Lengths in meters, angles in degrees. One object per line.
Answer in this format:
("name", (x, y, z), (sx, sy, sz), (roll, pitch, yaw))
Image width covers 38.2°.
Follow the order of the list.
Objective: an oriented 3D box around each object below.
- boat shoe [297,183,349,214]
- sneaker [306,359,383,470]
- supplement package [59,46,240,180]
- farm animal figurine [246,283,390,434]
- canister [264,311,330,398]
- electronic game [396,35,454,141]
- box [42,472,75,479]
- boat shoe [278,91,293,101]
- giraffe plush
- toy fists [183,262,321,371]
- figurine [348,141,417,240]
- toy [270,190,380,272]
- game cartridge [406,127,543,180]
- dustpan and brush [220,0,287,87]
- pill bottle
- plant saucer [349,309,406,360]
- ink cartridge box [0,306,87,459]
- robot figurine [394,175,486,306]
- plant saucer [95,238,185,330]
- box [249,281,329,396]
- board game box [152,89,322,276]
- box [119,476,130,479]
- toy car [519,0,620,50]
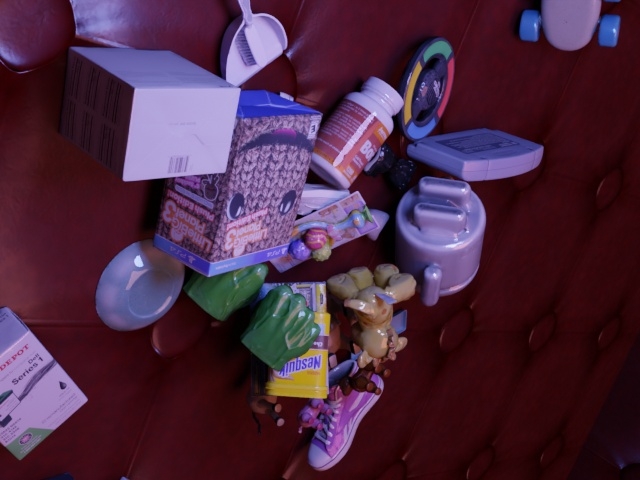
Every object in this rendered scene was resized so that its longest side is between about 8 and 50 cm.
("boat shoe", (-0.029, -0.081, 1.875), (0.184, 0.066, 0.063), (-1, 111, -34))
("sneaker", (0.025, 0.419, 2.268), (0.161, 0.102, 0.282), (42, 75, -44))
("supplement package", (-0.272, -0.202, 1.454), (0.194, 0.203, 0.149), (-8, 121, -42))
("farm animal figurine", (-0.016, 0.244, 2.060), (0.330, 0.172, 0.326), (-5, 106, -36))
("canister", (-0.044, 0.226, 1.852), (0.073, 0.126, 0.169), (98, -4, -84))
("electronic game", (0.228, -0.324, 1.984), (0.229, 0.048, 0.229), (-39, 140, -43))
("box", (-0.507, 0.530, 1.725), (0.156, 0.158, 0.093), (-6, 118, -44))
("boat shoe", (-0.089, -0.236, 1.762), (0.035, 0.035, 0.100), (24, 102, -23))
("giraffe plush", (0.116, 0.165, 1.918), (0.182, 0.210, 0.170), (-8, 112, -7))
("toy fists", (-0.124, 0.116, 1.790), (0.142, 0.279, 0.096), (-50, 173, 9))
("figurine", (0.114, -0.107, 2.019), (0.209, 0.092, 0.214), (22, 99, -55))
("toy", (0.000, 0.000, 1.903), (0.237, 0.056, 0.137), (-27, 140, 7))
("game cartridge", (0.368, -0.199, 2.128), (0.297, 0.198, 0.062), (-13, 124, -40))
("dustpan and brush", (-0.126, -0.366, 1.610), (0.147, 0.060, 0.211), (-41, 138, -19))
("pill bottle", (0.068, -0.219, 1.862), (0.216, 0.121, 0.121), (-52, 141, -6))
("plant saucer", (0.143, 0.236, 2.322), (0.192, 0.018, 0.067), (-27, 132, -33))
("ink cartridge box", (-0.525, 0.245, 1.571), (0.160, 0.093, 0.219), (-43, 139, -18))
("robot figurine", (0.271, -0.001, 2.124), (0.353, 0.200, 0.299), (83, 22, -58))
("plant saucer", (-0.325, 0.092, 1.724), (0.195, 0.037, 0.194), (-26, 132, -33))
("box", (-0.066, 0.203, 1.912), (0.159, 0.044, 0.233), (-1, 86, -3))
("board game box", (-0.148, -0.110, 1.661), (0.232, 0.141, 0.290), (-16, 126, -54))
("box", (-0.376, 0.593, 1.894), (0.130, 0.170, 0.091), (-52, 139, -7))
("toy car", (0.596, -0.581, 2.157), (0.238, 0.219, 0.210), (-61, 152, -46))
